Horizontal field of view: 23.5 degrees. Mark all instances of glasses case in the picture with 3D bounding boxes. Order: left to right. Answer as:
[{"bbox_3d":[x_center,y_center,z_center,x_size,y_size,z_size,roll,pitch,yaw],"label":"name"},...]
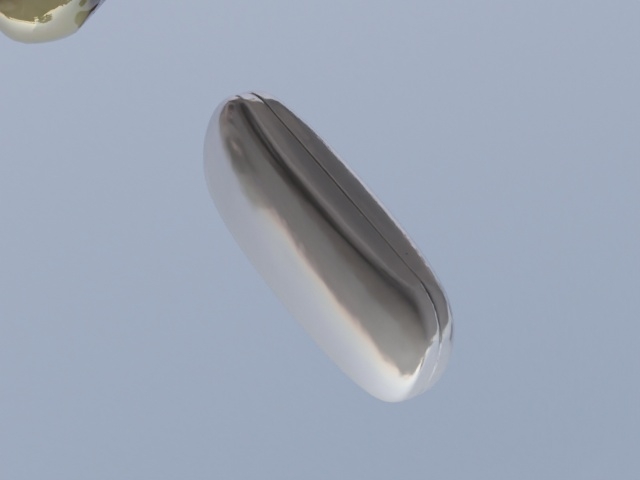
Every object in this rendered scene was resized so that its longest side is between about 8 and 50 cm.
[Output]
[{"bbox_3d":[0.000,0.000,0.780,0.049,0.074,0.193,-14,-130,-34],"label":"glasses case"}]

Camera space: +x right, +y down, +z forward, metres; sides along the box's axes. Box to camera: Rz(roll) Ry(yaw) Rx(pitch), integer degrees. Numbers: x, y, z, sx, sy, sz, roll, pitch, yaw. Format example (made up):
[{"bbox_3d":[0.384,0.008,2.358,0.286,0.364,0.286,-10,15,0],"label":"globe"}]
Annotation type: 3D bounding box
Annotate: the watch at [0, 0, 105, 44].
[{"bbox_3d":[-0.215,-0.267,0.675,0.335,0.314,0.327,8,-129,12],"label":"watch"}]
